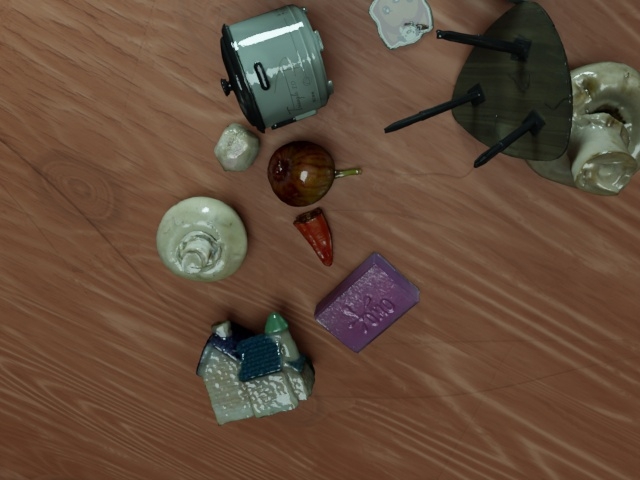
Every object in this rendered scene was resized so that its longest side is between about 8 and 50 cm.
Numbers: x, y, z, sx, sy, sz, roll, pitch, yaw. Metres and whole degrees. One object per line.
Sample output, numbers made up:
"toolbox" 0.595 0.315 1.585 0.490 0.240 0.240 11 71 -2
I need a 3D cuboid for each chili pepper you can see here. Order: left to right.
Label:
"chili pepper" -0.004 0.002 1.366 0.088 0.065 0.169 -17 115 15

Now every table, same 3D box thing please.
"table" 0.305 -0.298 0.992 0.248 0.317 0.318 -20 118 -28

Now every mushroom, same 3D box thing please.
"mushroom" -0.317 0.010 1.331 0.245 0.202 0.246 -2 117 -4
"mushroom" 0.593 -0.223 1.061 0.292 0.290 0.293 4 121 6

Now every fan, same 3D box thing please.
"fan" 0.167 -0.549 1.118 0.131 0.009 0.220 -24 111 14

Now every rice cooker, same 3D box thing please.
"rice cooker" -0.109 -0.372 1.095 0.226 0.281 0.242 -20 114 -2

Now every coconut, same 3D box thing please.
"coconut" -0.217 -0.228 1.260 0.110 0.110 0.125 32 108 -8

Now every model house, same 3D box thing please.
"model house" -0.196 0.347 1.459 0.298 0.243 0.285 -19 103 10

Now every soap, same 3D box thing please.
"soap" 0.131 0.181 1.418 0.181 0.081 0.259 42 112 -12

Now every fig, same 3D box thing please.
"fig" -0.025 -0.165 1.256 0.175 0.207 0.175 2 94 40

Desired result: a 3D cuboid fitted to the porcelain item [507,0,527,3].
"porcelain item" 0.377 -0.636 0.970 0.285 0.157 0.282 19 115 -2
